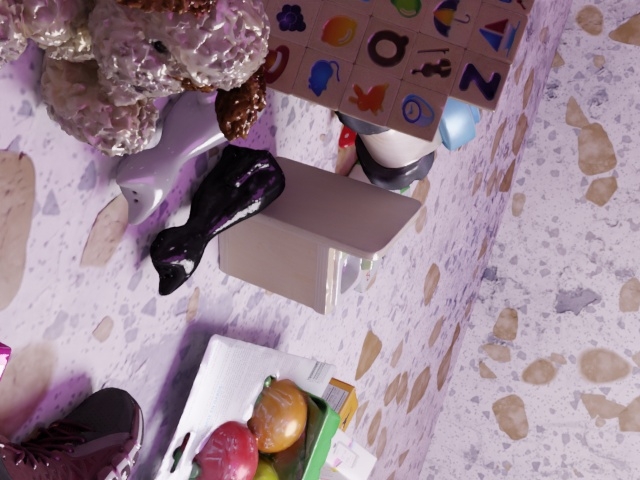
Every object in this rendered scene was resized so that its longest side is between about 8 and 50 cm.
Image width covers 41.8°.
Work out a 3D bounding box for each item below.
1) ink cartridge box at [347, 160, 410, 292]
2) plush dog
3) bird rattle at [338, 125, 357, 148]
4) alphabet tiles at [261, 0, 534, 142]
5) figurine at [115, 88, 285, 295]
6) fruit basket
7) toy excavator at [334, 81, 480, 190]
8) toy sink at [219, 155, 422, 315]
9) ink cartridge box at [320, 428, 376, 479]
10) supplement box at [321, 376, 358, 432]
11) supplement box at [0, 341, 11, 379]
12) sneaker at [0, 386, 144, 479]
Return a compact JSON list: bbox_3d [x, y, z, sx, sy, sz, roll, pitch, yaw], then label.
[{"bbox_3d":[0.078,-0.036,1.477,0.208,0.086,0.153,-57,154,-31],"label":"ink cartridge box"},{"bbox_3d":[-0.142,-0.183,0.671,0.211,0.225,0.262,-66,157,-10],"label":"plush dog"},{"bbox_3d":[0.140,-0.231,1.339,0.253,0.206,0.143,-39,124,-67],"label":"bird rattle"},{"bbox_3d":[0.066,-0.280,0.951,0.011,0.342,0.285,-109,-143,-88],"label":"alphabet tiles"},{"bbox_3d":[-0.143,-0.067,0.959,0.209,0.092,0.215,-53,151,-28],"label":"figurine"},{"bbox_3d":[-0.126,0.315,1.268,0.353,0.165,0.327,25,85,-52],"label":"fruit basket"},{"bbox_3d":[0.173,-0.349,1.138,0.445,0.433,0.222,-28,153,3],"label":"toy excavator"},{"bbox_3d":[0.000,0.000,1.137,0.153,0.234,0.131,-45,146,-48],"label":"toy sink"},{"bbox_3d":[0.016,0.386,1.515,0.198,0.115,0.067,43,61,-22],"label":"ink cartridge box"},{"bbox_3d":[-0.009,0.383,1.633,0.233,0.080,0.078,-55,154,-29],"label":"supplement box"},{"bbox_3d":[-0.345,0.162,0.637,0.114,0.111,0.220,26,83,-67],"label":"supplement box"},{"bbox_3d":[-0.282,0.214,0.841,0.281,0.106,0.163,-68,143,-52],"label":"sneaker"}]
